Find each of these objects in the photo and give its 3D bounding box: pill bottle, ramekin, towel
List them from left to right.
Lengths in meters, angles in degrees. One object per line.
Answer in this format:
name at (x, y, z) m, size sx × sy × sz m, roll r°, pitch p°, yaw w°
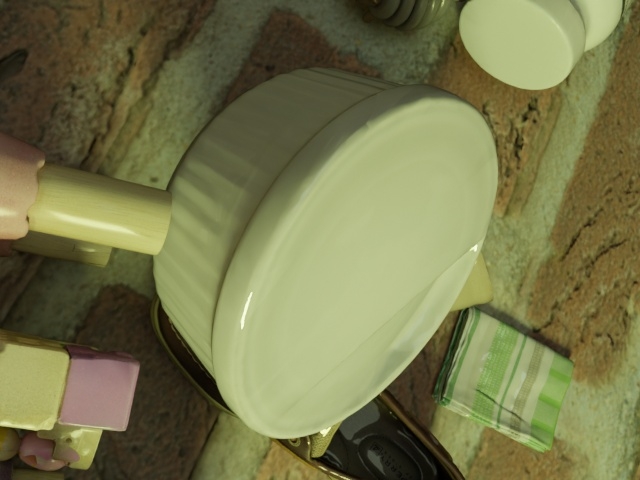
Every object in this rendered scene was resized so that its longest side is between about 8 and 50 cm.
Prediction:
ramekin at (0.000, 0.000, 0.575) m, size 0.273 × 0.273 × 0.127 m, roll -41°, pitch 53°, yaw -22°
towel at (0.201, 0.148, 0.832) m, size 0.152 × 0.023 × 0.113 m, roll 27°, pitch 74°, yaw -16°
pill bottle at (0.278, -0.309, 0.857) m, size 0.162 × 0.162 × 0.278 m, roll 41°, pitch 70°, yaw -11°

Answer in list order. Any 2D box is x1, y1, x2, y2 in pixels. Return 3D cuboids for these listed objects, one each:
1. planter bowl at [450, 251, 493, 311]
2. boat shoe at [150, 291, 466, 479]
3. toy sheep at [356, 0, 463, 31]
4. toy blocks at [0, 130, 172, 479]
planter bowl at (0.083, 0.003, 0.748) m, size 0.109 × 0.162 × 0.162 m, roll -22°, pitch 90°, yaw 4°
boat shoe at (0.000, 0.141, 0.697) m, size 0.342 × 0.123 × 0.123 m, roll 45°, pitch 69°, yaw -10°
toy sheep at (0.094, -0.262, 0.816) m, size 0.132 × 0.091 × 0.091 m, roll -8°, pitch 85°, yaw -23°
toy blocks at (-0.276, 0.087, 0.513) m, size 0.260 × 0.289 × 0.308 m, roll 13°, pitch 80°, yaw -23°
